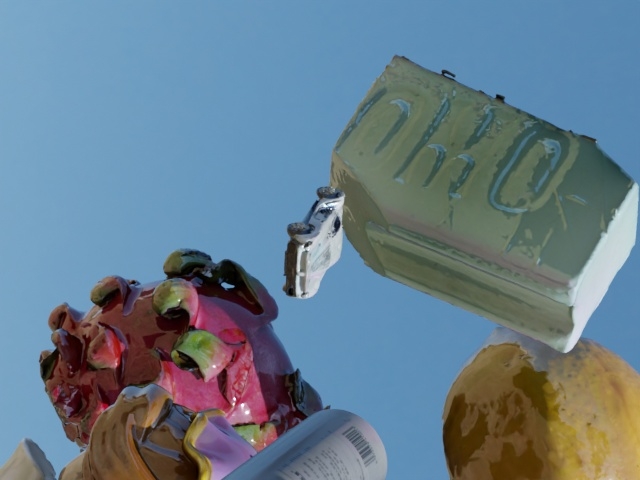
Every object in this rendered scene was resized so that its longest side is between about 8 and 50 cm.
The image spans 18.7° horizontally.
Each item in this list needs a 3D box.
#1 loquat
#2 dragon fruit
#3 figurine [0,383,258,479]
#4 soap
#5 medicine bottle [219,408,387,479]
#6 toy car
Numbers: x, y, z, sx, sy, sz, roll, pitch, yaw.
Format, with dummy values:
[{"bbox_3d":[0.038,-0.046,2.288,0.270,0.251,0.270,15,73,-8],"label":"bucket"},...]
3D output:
[{"bbox_3d":[0.187,0.174,1.519,0.176,0.187,0.234,-29,-117,29],"label":"loquat"},{"bbox_3d":[-0.099,0.135,1.575,0.273,0.198,0.218,57,5,-22],"label":"dragon fruit"},{"bbox_3d":[-0.146,0.199,1.285,0.189,0.263,0.142,59,5,25],"label":"figurine"},{"bbox_3d":[0.108,-0.033,1.400,0.230,0.145,0.091,23,-32,21],"label":"soap"},{"bbox_3d":[-0.029,0.139,0.972,0.058,0.199,0.057,7,-74,23],"label":"medicine bottle"},{"bbox_3d":[0.000,0.000,1.108,0.093,0.025,0.041,-53,152,-59],"label":"toy car"}]
